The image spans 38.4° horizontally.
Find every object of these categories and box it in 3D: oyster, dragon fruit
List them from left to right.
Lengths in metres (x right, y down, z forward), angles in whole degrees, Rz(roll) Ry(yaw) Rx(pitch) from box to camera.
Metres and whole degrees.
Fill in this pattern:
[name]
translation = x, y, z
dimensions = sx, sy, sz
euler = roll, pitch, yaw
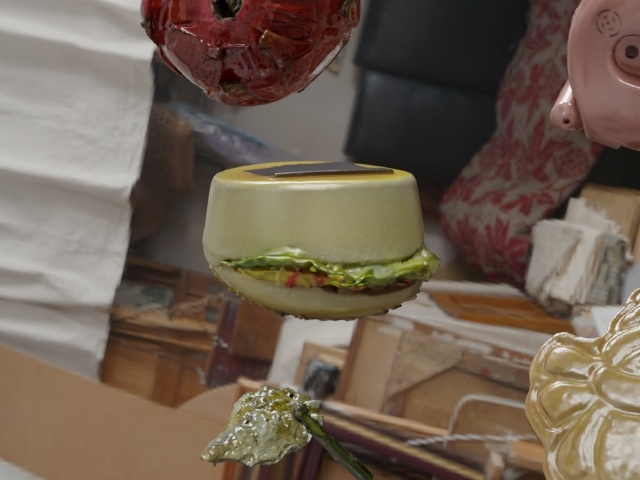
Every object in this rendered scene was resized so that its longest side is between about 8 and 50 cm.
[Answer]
[dragon fruit]
translation = -0.070, -0.258, 0.952
dimensions = 0.252, 0.240, 0.241
euler = -159, 81, -77
[oyster]
translation = -0.061, 0.179, 0.881
dimensions = 0.121, 0.146, 0.045
euler = 11, 116, 64

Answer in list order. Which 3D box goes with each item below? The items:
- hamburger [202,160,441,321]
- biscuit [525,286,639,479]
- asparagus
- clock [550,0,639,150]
[hamburger]
translation = 0.000, 0.000, 0.506
dimensions = 0.141, 0.126, 0.082
euler = 12, 106, 51
[biscuit]
translation = 0.398, 0.198, 1.055
dimensions = 0.057, 0.312, 0.351
euler = 71, -174, -47
[asparagus]
translation = 0.010, 0.174, 0.783
dimensions = 0.015, 0.127, 0.018
euler = -40, 37, -2
[clock]
translation = 0.397, -0.221, 1.053
dimensions = 0.142, 0.227, 0.241
euler = -52, -25, -47
